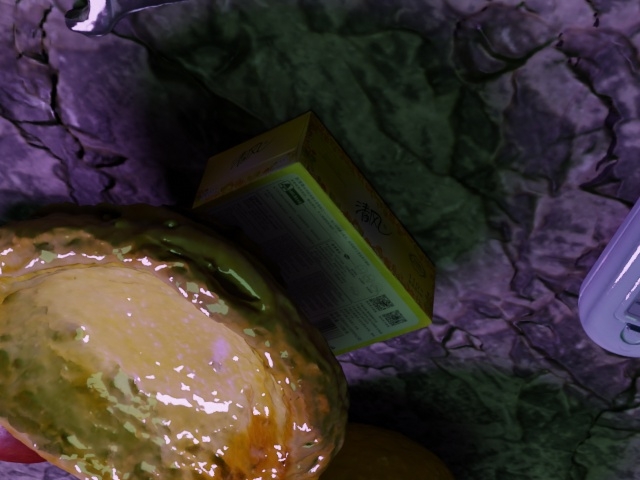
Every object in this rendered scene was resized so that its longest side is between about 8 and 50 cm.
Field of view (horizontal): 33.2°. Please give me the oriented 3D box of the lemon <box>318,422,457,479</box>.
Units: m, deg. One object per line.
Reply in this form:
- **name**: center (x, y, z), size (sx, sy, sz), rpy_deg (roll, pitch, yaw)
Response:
- **lemon**: center (0.006, 0.288, 0.935), size (0.310, 0.253, 0.253), rpy_deg (-19, 127, 30)

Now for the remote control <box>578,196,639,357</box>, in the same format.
- **remote control**: center (0.253, -0.002, 0.731), size (0.087, 0.047, 0.244), rpy_deg (19, 134, -2)

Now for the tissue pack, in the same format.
- **tissue pack**: center (0.000, 0.000, 0.780), size (0.095, 0.062, 0.176), rpy_deg (-22, 125, 29)

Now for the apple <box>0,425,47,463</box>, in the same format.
- **apple**: center (-0.250, 0.092, 0.863), size (0.158, 0.147, 0.156), rpy_deg (21, 110, -24)

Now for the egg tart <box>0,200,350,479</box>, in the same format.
- **egg tart**: center (-0.109, 0.070, 0.744), size (0.294, 0.123, 0.294), rpy_deg (8, 134, 9)

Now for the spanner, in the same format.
- **spanner**: center (-0.051, -0.164, 0.661), size (0.255, 0.015, 0.054), rpy_deg (-6, 133, 18)
